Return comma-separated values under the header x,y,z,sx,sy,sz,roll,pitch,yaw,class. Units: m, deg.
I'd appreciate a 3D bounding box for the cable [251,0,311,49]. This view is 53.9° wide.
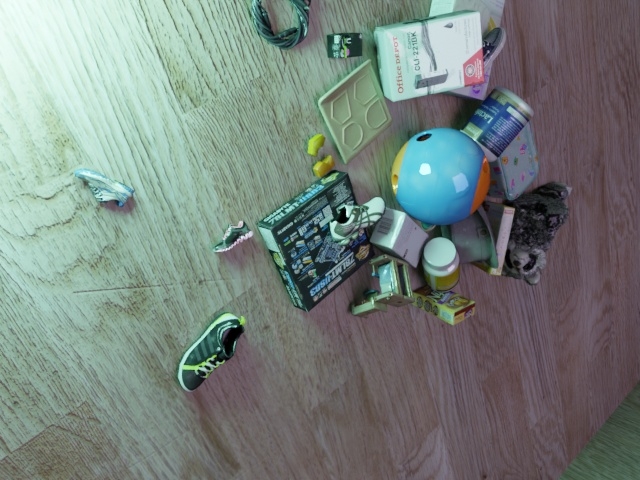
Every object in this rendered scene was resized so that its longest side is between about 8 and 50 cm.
x,y,z,sx,sy,sz,roll,pitch,yaw,class
-0.105,-0.555,1.533,0.184,0.047,0.150,13,99,-44,cable

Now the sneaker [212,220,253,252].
x,y,z,sx,sy,sz,roll,pitch,yaw,class
-0.229,-0.011,1.597,0.119,0.047,0.057,-34,108,-32,sneaker

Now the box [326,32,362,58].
x,y,z,sx,sy,sz,roll,pitch,yaw,class
0.065,-0.519,1.673,0.083,0.052,0.062,-18,115,-36,box

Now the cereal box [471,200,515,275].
x,y,z,sx,sy,sz,roll,pitch,yaw,class
0.604,-0.011,2.204,0.047,0.173,0.240,9,100,-9,cereal box

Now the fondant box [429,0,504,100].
x,y,z,sx,sy,sz,roll,pitch,yaw,class
0.432,-0.613,1.923,0.238,0.096,0.330,1,104,-40,fondant box

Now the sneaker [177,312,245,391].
x,y,z,sx,sy,sz,roll,pitch,yaw,class
-0.276,0.287,1.607,0.084,0.097,0.234,40,77,-40,sneaker

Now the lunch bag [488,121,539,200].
x,y,z,sx,sy,sz,roll,pitch,yaw,class
0.665,-0.301,2.204,0.224,0.108,0.279,-39,125,-25,lunch bag

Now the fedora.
x,y,z,sx,sy,sz,roll,pitch,yaw,class
0.480,-0.017,2.089,0.124,0.243,0.275,-19,111,-3,fedora

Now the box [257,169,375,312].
x,y,z,sx,sy,sz,roll,pitch,yaw,class
0.000,0.000,1.766,0.295,0.073,0.293,-38,125,-26,box

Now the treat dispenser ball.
x,y,z,sx,sy,sz,roll,pitch,yaw,class
0.353,-0.188,1.860,0.288,0.288,0.288,-13,111,-37,treat dispenser ball

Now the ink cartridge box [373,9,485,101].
x,y,z,sx,sy,sz,roll,pitch,yaw,class
0.302,-0.514,1.750,0.273,0.114,0.197,-12,113,-3,ink cartridge box

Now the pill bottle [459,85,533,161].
x,y,z,sx,sy,sz,roll,pitch,yaw,class
0.541,-0.348,2.018,0.153,0.153,0.264,26,107,-41,pill bottle

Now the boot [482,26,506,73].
x,y,z,sx,sy,sz,roll,pitch,yaw,class
0.477,-0.568,1.865,0.086,0.069,0.190,32,84,-36,boot

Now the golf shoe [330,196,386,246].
x,y,z,sx,sy,sz,roll,pitch,yaw,class
0.105,-0.072,1.740,0.198,0.077,0.094,-43,126,-25,golf shoe

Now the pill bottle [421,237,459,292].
x,y,z,sx,sy,sz,roll,pitch,yaw,class
0.390,0.079,2.036,0.119,0.119,0.208,-53,155,-14,pill bottle

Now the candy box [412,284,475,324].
x,y,z,sx,sy,sz,roll,pitch,yaw,class
0.405,0.208,2.091,0.109,0.187,0.053,-18,118,-35,candy box

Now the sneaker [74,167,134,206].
x,y,z,sx,sy,sz,roll,pitch,yaw,class
-0.470,-0.110,1.356,0.135,0.052,0.058,27,90,-41,sneaker

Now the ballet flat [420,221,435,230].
x,y,z,sx,sy,sz,roll,pitch,yaw,class
0.356,-0.086,2.011,0.052,0.057,0.168,63,32,-46,ballet flat

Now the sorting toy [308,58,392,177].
x,y,z,sx,sy,sz,roll,pitch,yaw,class
0.066,-0.329,1.747,0.307,0.041,0.229,-43,131,-21,sorting toy

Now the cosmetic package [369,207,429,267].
x,y,z,sx,sy,sz,roll,pitch,yaw,class
0.244,-0.006,1.919,0.231,0.085,0.117,30,82,-57,cosmetic package

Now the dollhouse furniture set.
x,y,z,sx,sy,sz,roll,pitch,yaw,class
0.166,0.142,1.906,0.129,0.184,0.129,21,54,-47,dollhouse furniture set

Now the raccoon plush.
x,y,z,sx,sy,sz,roll,pitch,yaw,class
0.846,-0.018,2.392,0.446,0.216,0.299,-19,122,-35,raccoon plush
